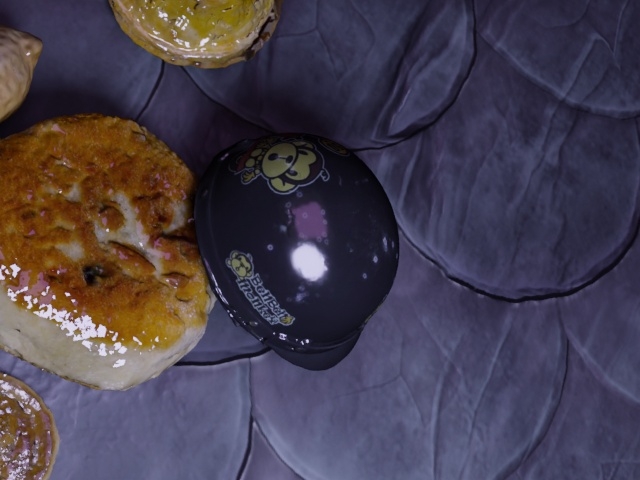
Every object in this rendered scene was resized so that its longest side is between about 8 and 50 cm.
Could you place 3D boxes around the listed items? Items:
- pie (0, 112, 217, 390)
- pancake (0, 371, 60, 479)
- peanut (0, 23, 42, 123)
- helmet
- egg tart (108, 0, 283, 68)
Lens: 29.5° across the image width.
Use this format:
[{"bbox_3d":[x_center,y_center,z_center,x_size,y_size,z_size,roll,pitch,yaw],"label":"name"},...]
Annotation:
[{"bbox_3d":[-0.233,0.002,1.275,0.315,0.092,0.315,13,68,-35],"label":"pie"},{"bbox_3d":[-0.336,0.202,1.217,0.158,0.028,0.158,8,75,-32],"label":"pancake"},{"bbox_3d":[-0.383,-0.137,1.244,0.117,0.101,0.263,23,56,28],"label":"peanut"},{"bbox_3d":[0.000,0.000,1.335,0.279,0.160,0.230,54,42,-13],"label":"helmet"},{"bbox_3d":[-0.140,-0.321,1.420,0.241,0.106,0.241,5,78,-25],"label":"egg tart"}]
